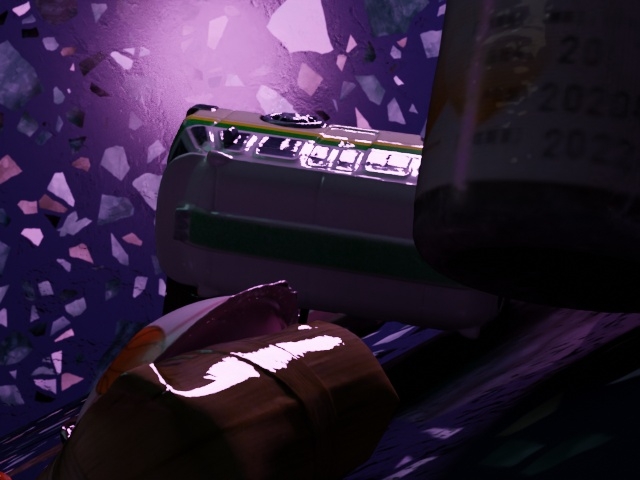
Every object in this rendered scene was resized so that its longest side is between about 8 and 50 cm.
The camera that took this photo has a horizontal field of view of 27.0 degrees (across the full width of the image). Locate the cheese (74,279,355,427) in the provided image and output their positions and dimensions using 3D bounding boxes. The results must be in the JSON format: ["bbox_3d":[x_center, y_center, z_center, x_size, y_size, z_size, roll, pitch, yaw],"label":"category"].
[{"bbox_3d":[-0.058,0.100,0.789,0.189,0.074,0.286,-58,-21,17],"label":"cheese"}]

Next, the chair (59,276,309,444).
[{"bbox_3d":[-0.095,0.091,1.049,0.106,0.113,0.229,20,23,24],"label":"chair"}]

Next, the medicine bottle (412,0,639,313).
[{"bbox_3d":[0.144,-0.109,0.698,0.165,0.273,0.165,8,-14,2],"label":"medicine bottle"}]

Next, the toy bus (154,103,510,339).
[{"bbox_3d":[0.012,-0.016,0.998,0.276,0.134,0.165,8,16,8],"label":"toy bus"}]

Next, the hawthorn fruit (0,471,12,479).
[{"bbox_3d":[-0.260,0.206,1.000,0.093,0.093,0.093,-26,1,0],"label":"hawthorn fruit"}]

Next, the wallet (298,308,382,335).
[{"bbox_3d":[-0.018,0.098,1.441,0.229,0.049,0.182,-27,3,19],"label":"wallet"}]

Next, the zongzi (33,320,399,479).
[{"bbox_3d":[-0.071,0.125,0.653,0.204,0.094,0.205,-42,-13,26],"label":"zongzi"}]
